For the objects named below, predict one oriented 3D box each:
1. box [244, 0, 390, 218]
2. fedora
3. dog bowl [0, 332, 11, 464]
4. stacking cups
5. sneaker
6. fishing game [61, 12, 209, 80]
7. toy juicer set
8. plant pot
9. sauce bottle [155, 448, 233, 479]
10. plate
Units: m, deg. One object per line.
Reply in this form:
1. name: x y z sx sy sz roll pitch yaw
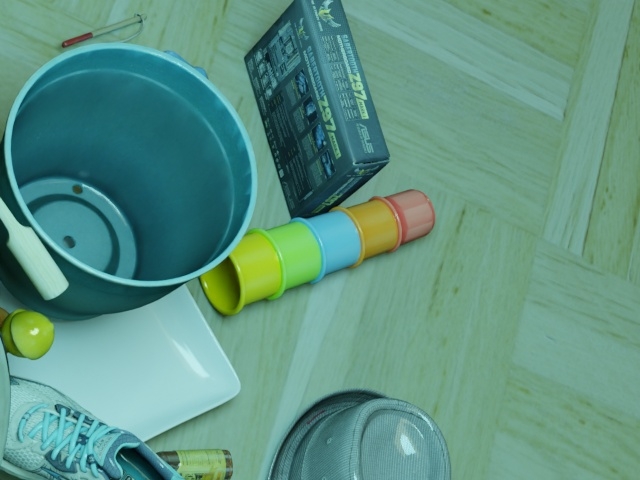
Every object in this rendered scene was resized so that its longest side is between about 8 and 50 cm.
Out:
1. box: -0.007 -0.165 2.137 0.059 0.183 0.232 -9 73 -29
2. fedora: 0.067 0.294 2.020 0.244 0.124 0.275 23 61 -16
3. dog bowl: -0.486 0.199 1.657 0.150 0.408 0.408 17 54 27
4. stacking cups: 0.000 0.000 2.136 0.316 0.096 0.096 -21 80 -35
5. sneaker: -0.249 0.219 1.843 0.283 0.122 0.110 32 61 -10
6. fishing game: -0.197 -0.157 2.127 0.189 0.041 0.264 -28 78 -40
7. toy juicer set: -0.355 0.041 1.755 0.209 0.329 0.089 48 62 -2
8. plant pot: -0.240 -0.038 1.875 0.272 0.255 0.271 10 66 -22
9. sauce bottle: -0.164 0.259 1.970 0.128 0.042 0.042 0 70 -24
10. plate: -0.267 0.113 1.976 0.278 0.045 0.277 -26 81 -31
